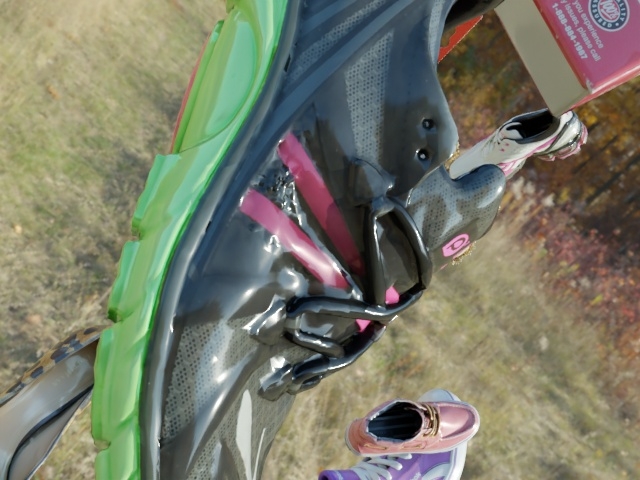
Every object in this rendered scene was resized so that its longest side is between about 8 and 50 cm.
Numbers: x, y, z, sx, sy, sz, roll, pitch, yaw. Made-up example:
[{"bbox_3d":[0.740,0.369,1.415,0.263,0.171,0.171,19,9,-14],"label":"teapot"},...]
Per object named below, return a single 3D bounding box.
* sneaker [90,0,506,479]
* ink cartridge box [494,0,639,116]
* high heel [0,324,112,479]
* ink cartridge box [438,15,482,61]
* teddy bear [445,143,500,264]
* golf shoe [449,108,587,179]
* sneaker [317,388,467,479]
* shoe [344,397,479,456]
[{"bbox_3d":[0.000,0.000,0.451,0.202,0.482,0.185,19,0,-2],"label":"sneaker"},{"bbox_3d":[0.375,-0.351,0.795,0.279,0.385,0.160,63,4,4],"label":"ink cartridge box"},{"bbox_3d":[-0.291,0.185,0.733,0.093,0.186,0.261,46,22,-14],"label":"high heel"},{"bbox_3d":[0.143,-0.369,1.185,0.179,0.145,0.045,50,24,9],"label":"ink cartridge box"},{"bbox_3d":[0.170,-0.101,1.400,0.338,0.245,0.113,17,11,9],"label":"teddy bear"},{"bbox_3d":[0.244,-0.127,0.968,0.086,0.186,0.067,30,45,-44],"label":"golf shoe"},{"bbox_3d":[0.084,0.294,0.946,0.161,0.282,0.102,40,-28,-26],"label":"sneaker"},{"bbox_3d":[0.122,0.223,0.894,0.178,0.081,0.063,-4,68,-16],"label":"shoe"}]
